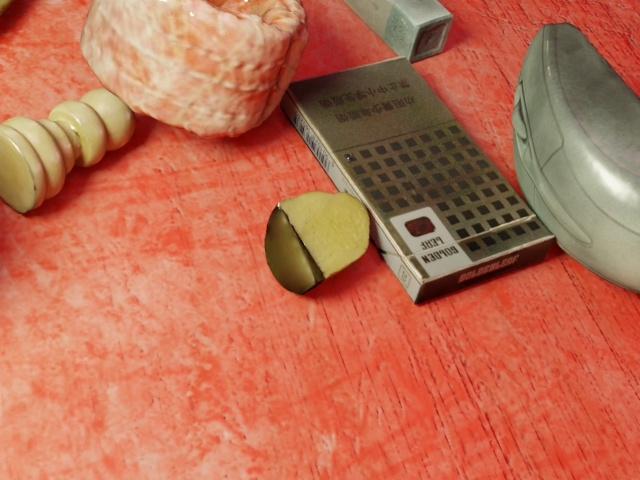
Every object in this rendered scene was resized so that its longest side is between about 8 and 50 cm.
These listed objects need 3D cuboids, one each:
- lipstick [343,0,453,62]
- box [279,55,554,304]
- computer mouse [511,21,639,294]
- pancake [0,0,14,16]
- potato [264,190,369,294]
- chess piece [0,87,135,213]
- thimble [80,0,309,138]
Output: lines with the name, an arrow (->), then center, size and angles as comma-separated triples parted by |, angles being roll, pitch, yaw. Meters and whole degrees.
lipstick -> 0.056, -0.373, 1.297 | 0.068, 0.066, 0.317 | -24, 59, -27
box -> 0.104, -0.083, 1.076 | 0.180, 0.047, 0.324 | -17, 56, -25
computer mouse -> 0.291, -0.086, 1.033 | 0.122, 0.188, 0.371 | -12, 53, -15
pancake -> -0.513, -0.327, 1.122 | 0.305, 0.067, 0.426 | 1, 49, -16
potato -> 0.000, 0.000, 0.974 | 0.103, 0.066, 0.096 | -17, 79, -35
chess piece -> -0.272, -0.107, 0.996 | 0.094, 0.094, 0.170 | 35, 44, 17
thimble -> -0.138, -0.233, 1.041 | 0.239, 0.162, 0.239 | 23, 34, -16
